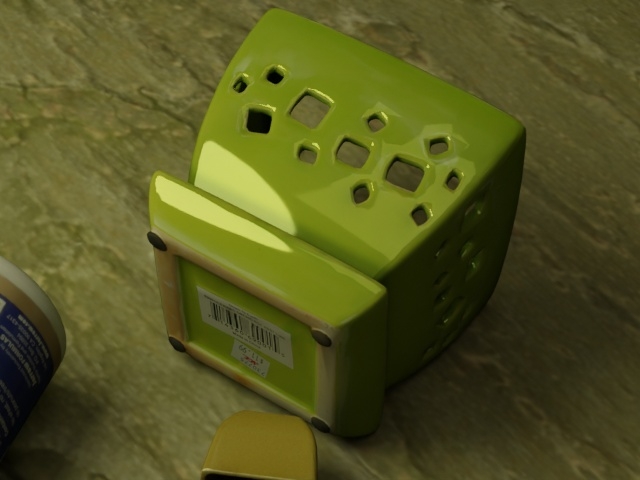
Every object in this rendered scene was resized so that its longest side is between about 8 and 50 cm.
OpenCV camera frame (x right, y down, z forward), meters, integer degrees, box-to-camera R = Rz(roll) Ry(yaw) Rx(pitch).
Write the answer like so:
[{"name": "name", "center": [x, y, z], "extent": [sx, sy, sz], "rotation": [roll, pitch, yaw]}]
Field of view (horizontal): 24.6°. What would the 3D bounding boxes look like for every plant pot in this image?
[{"name": "plant pot", "center": [0.000, 0.000, 1.108], "extent": [0.228, 0.227, 0.207], "rotation": [28, 59, 18]}, {"name": "plant pot", "center": [-0.041, 0.169, 1.053], "extent": [0.081, 0.081, 0.083], "rotation": [7, 36, 2]}]

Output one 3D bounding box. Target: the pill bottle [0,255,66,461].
[{"name": "pill bottle", "center": [-0.299, 0.135, 1.009], "extent": [0.153, 0.153, 0.265], "rotation": [19, 51, 11]}]
